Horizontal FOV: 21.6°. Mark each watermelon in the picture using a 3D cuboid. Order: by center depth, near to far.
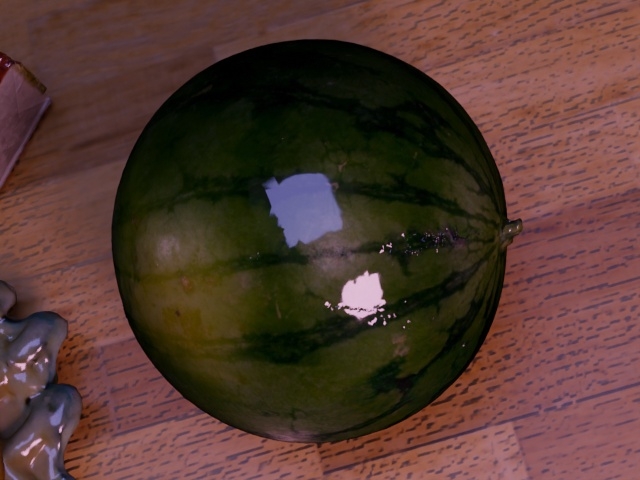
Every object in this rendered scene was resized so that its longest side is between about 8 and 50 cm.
[{"bbox_3d":[-0.005,0.000,1.000,0.242,0.242,0.242,-2,73,8],"label":"watermelon"}]

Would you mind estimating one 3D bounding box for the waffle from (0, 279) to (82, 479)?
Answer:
[{"bbox_3d":[-0.294,0.160,1.091,0.292,0.056,0.309,-5,74,7],"label":"waffle"}]

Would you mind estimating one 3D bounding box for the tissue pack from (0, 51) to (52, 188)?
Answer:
[{"bbox_3d":[-0.281,-0.097,1.144,0.149,0.099,0.106,25,79,15],"label":"tissue pack"}]

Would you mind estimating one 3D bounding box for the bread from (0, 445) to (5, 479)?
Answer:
[{"bbox_3d":[-0.321,0.149,0.998,0.253,0.142,0.227,-9,67,9],"label":"bread"}]
